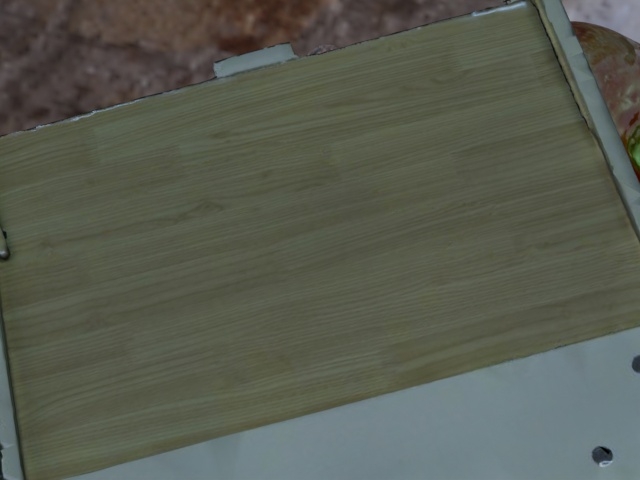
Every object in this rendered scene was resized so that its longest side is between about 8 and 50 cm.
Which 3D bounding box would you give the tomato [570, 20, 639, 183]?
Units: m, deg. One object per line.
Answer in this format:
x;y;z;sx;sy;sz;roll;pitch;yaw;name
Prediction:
0.201;-0.038;1.437;0.223;0.270;0.270;-32;55;47;tomato

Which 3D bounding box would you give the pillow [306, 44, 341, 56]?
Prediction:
0.064;-0.046;1.192;0.135;0.211;0.034;-60;1;-41;pillow

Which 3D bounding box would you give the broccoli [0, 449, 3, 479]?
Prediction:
-0.330;0.083;0.978;0.334;0.324;0.272;-45;-5;-7;broccoli

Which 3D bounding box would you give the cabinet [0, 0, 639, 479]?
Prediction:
0.006;0.061;0.756;0.227;0.290;0.318;77;177;-55;cabinet
